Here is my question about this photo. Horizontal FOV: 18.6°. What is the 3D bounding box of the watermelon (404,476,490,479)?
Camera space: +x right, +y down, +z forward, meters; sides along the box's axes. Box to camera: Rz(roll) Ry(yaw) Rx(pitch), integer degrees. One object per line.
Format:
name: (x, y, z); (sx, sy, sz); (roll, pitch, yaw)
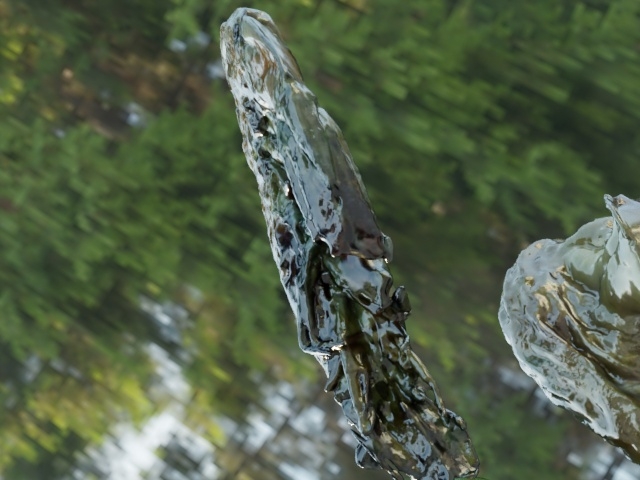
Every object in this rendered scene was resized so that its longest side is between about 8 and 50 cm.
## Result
watermelon: (0.028, 0.308, 1.388); (0.189, 0.331, 0.331); (21, -82, -41)

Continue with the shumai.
shumai: (0.203, 0.044, 1.178); (0.161, 0.209, 0.153); (7, -62, -26)

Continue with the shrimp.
shrimp: (0.000, 0.000, 0.571); (0.034, 0.161, 0.091); (-22, -25, -5)
